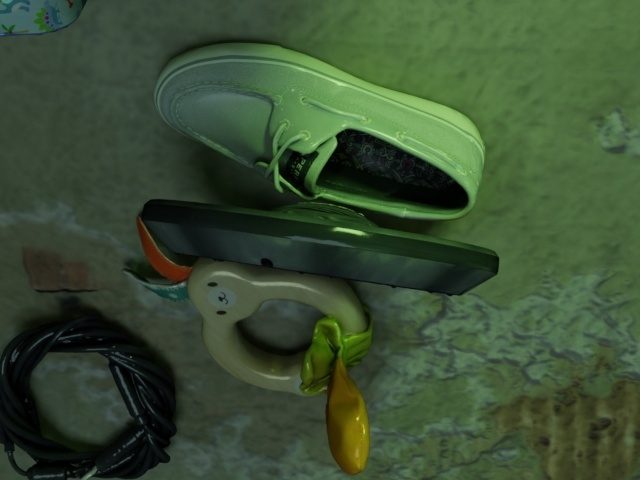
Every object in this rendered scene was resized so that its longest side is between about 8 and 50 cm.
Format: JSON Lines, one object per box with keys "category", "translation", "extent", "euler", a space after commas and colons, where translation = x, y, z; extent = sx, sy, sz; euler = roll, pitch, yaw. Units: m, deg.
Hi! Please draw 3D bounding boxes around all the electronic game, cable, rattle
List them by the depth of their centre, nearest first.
{"category": "electronic game", "translation": [0.000, 0.000, 0.753], "extent": [0.229, 0.229, 0.048], "euler": [8, 88, -1]}
{"category": "rattle", "translation": [-0.061, 0.079, 0.852], "extent": [0.200, 0.142, 0.130], "euler": [31, 142, -24]}
{"category": "cable", "translation": [-0.191, 0.137, 0.959], "extent": [0.151, 0.047, 0.184], "euler": [10, 126, -2]}

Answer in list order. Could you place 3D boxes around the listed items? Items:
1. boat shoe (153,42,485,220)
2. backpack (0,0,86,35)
{"category": "boat shoe", "translation": [0.000, -0.066, 0.769], "extent": [0.228, 0.081, 0.079], "euler": [14, 126, -5]}
{"category": "backpack", "translation": [-0.200, -0.167, 0.701], "extent": [0.114, 0.105, 0.084], "euler": [0, 127, -1]}
